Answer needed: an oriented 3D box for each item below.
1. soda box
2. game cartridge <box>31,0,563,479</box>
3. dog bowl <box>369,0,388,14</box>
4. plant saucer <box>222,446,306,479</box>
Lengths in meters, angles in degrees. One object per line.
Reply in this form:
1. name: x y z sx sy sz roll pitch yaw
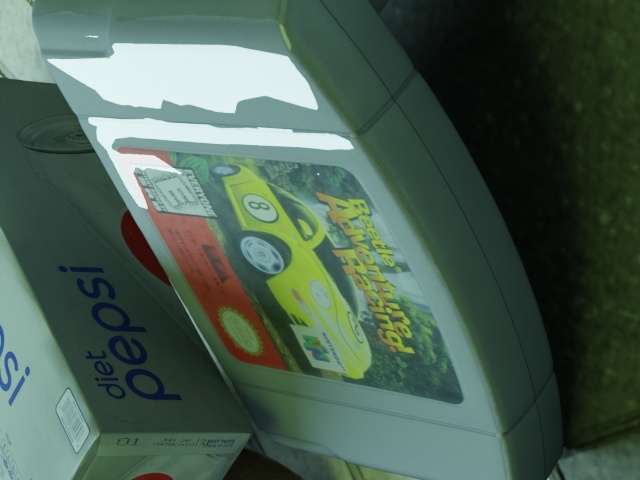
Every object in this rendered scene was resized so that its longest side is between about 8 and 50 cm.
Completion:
1. soda box: -0.148 0.031 1.015 0.091 0.098 0.286 -58 46 30
2. game cartridge: 0.000 0.000 0.864 0.196 0.060 0.294 3 132 41
3. dog bowl: -0.063 -0.204 0.801 0.265 0.104 0.265 25 157 12
4. plant saucer: -0.068 0.207 1.036 0.198 0.036 0.199 4 110 12
